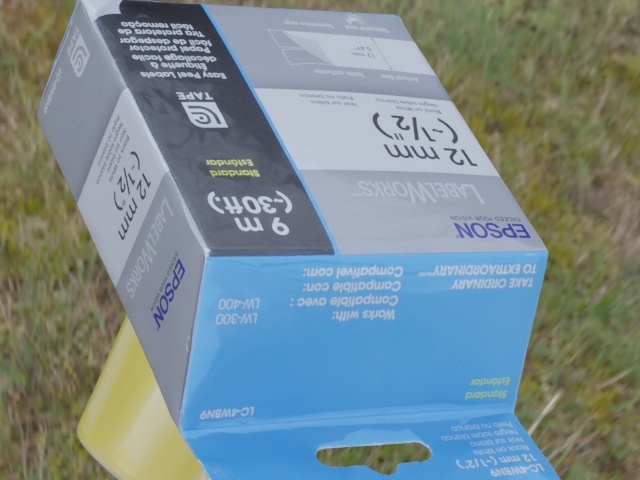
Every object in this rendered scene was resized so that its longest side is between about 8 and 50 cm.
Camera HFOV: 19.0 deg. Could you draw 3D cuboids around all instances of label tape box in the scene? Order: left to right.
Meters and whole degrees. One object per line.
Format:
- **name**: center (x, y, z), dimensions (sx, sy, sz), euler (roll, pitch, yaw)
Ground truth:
- **label tape box**: center (0.000, 0.000, 1.184), dimensions (0.249, 0.115, 0.347), euler (0, 43, -33)

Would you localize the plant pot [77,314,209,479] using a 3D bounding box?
- **plant pot**: center (-0.086, 0.118, 1.697), dimensions (0.254, 0.254, 0.239), euler (36, 92, 7)
